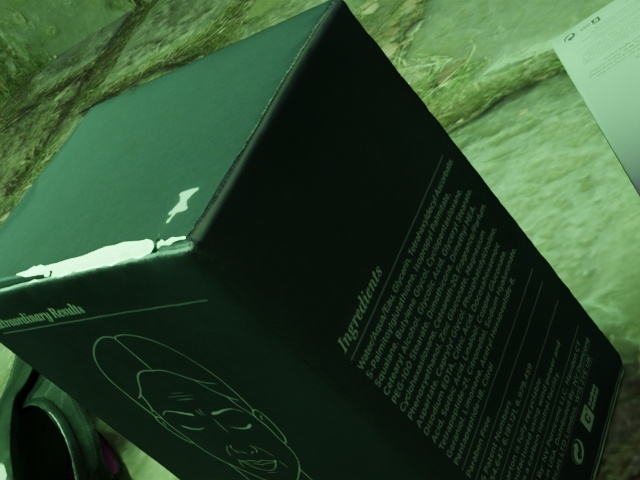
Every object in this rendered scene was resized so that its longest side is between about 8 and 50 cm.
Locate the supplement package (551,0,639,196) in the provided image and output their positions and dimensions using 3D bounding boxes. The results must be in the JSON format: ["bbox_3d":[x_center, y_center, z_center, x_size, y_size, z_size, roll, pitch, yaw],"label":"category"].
[{"bbox_3d":[0.327,-0.075,0.690,0.199,0.198,0.263,-32,30,19],"label":"supplement package"}]

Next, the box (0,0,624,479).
[{"bbox_3d":[-0.011,0.069,0.719,0.293,0.395,0.212,-11,43,44],"label":"box"}]

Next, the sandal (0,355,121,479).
[{"bbox_3d":[-0.307,0.224,1.144,0.107,0.167,0.446,-23,31,1],"label":"sandal"}]
